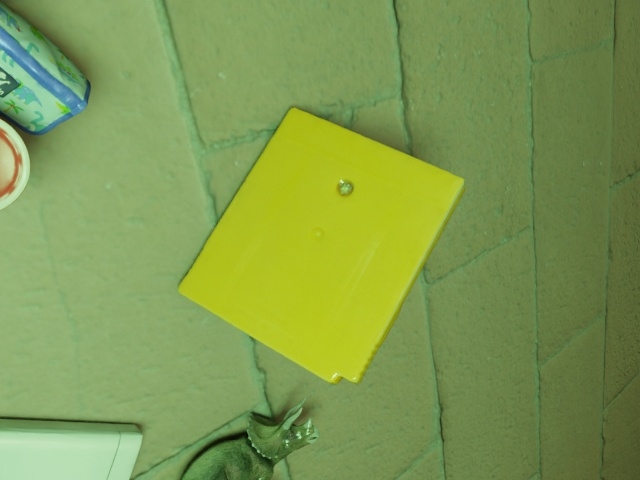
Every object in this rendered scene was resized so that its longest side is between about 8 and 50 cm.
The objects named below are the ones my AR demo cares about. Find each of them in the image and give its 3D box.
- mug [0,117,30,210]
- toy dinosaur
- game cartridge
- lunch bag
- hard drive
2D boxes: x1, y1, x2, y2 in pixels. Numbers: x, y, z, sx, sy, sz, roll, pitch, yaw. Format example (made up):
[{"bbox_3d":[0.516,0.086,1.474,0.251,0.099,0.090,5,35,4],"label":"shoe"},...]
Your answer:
[{"bbox_3d":[-0.357,-0.076,0.512,0.150,0.169,0.113,-18,114,-35],"label":"mug"},{"bbox_3d":[-0.150,0.376,0.860,0.314,0.121,0.160,-20,102,-28],"label":"toy dinosaur"},{"bbox_3d":[0.000,0.000,0.764,0.323,0.285,0.052,-60,161,-9],"label":"game cartridge"},{"bbox_3d":[-0.304,-0.176,0.540,0.129,0.151,0.096,44,73,-38],"label":"lunch bag"},{"bbox_3d":[-0.418,0.328,0.655,0.353,0.047,0.232,20,90,-40],"label":"hard drive"}]
